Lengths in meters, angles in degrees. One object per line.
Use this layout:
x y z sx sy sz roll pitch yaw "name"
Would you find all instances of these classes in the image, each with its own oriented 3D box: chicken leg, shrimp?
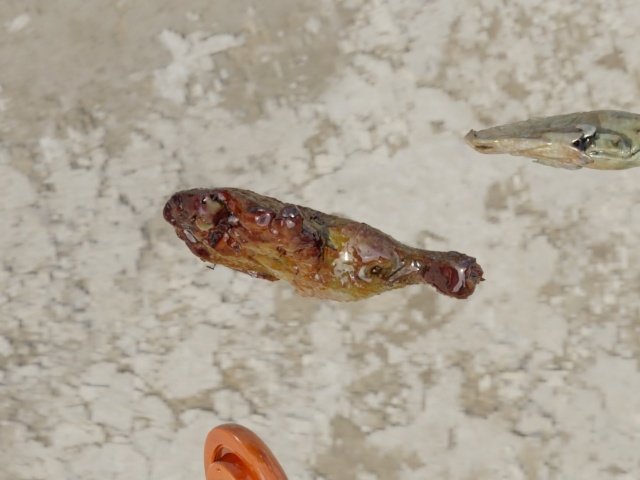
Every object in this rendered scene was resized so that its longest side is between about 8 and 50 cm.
0.000 0.004 1.578 0.322 0.177 0.083 18 74 -11 "chicken leg"
0.200 -0.076 1.186 0.126 0.223 0.047 -5 96 -34 "shrimp"

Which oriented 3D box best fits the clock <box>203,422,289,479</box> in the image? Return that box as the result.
-0.075 0.297 1.683 0.051 0.205 0.205 -18 95 -25 "clock"
